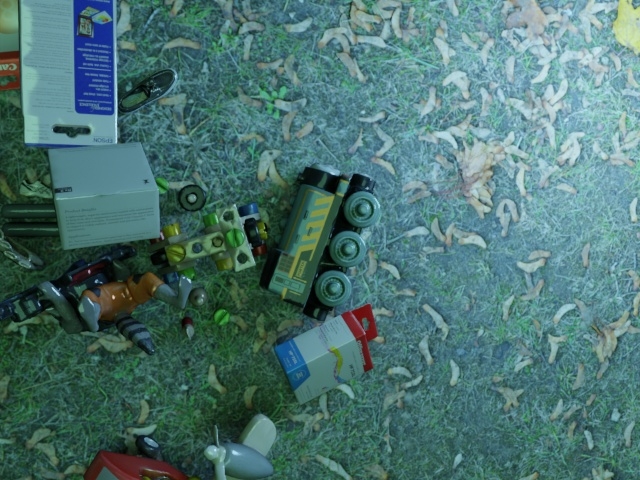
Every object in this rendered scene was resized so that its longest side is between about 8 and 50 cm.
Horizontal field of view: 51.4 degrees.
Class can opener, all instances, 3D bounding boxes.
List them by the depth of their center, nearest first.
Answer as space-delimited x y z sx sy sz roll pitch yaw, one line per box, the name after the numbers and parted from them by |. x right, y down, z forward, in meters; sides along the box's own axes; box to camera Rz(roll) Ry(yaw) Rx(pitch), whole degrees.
-0.491 -0.042 1.331 0.281 0.093 0.074 0 94 -7 | can opener

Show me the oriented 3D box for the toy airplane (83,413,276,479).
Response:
-0.248 0.572 1.331 0.385 0.272 0.385 -11 96 -12 | toy airplane

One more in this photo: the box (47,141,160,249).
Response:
-0.412 -0.089 1.265 0.181 0.182 0.119 -8 129 -21 | box

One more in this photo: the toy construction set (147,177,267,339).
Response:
-0.224 0.045 1.314 0.258 0.237 0.308 8 93 -13 | toy construction set

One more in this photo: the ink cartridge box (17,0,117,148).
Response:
-0.490 -0.363 1.295 0.176 0.069 0.370 -2 92 -28 | ink cartridge box

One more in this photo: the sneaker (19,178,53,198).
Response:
-0.559 -0.104 1.336 0.083 0.032 0.036 6 93 -13 | sneaker

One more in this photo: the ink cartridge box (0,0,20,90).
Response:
-0.637 -0.385 1.293 0.146 0.045 0.179 -9 93 -11 | ink cartridge box

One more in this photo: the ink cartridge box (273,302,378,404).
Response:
0.030 0.243 1.436 0.231 0.078 0.134 -25 136 -9 | ink cartridge box

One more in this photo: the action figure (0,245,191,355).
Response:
-0.441 0.137 1.236 0.341 0.330 0.178 -29 105 -36 | action figure

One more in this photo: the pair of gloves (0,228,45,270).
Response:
-0.630 -0.013 1.241 0.240 0.204 0.042 37 72 -12 | pair of gloves

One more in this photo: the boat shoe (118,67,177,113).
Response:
-0.353 -0.305 1.360 0.142 0.040 0.049 -37 101 -7 | boat shoe

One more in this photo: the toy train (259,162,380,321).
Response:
0.000 0.000 1.417 0.190 0.142 0.333 20 90 -3 | toy train
